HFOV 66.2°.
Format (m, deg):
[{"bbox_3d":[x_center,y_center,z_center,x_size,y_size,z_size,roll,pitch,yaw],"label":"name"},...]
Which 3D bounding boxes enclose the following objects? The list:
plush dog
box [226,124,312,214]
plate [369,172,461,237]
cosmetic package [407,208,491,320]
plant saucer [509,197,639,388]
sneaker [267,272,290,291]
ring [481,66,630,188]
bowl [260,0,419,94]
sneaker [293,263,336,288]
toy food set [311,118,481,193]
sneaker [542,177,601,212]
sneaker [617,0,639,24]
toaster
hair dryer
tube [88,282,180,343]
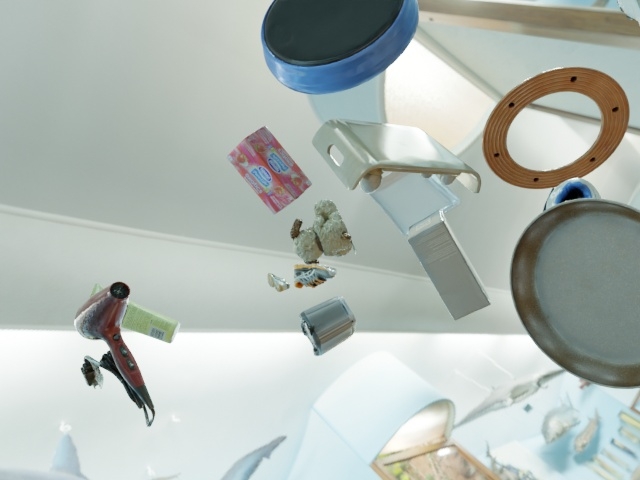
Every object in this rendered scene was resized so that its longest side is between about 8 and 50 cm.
[{"bbox_3d":[0.000,0.000,1.938,0.226,0.210,0.262,-24,-67,0],"label":"plush dog"},{"bbox_3d":[-0.170,-0.234,1.642,0.256,0.128,0.122,51,-136,-8],"label":"box"},{"bbox_3d":[0.368,-0.172,1.966,0.278,0.277,0.045,-32,-23,-11],"label":"plate"},{"bbox_3d":[0.310,0.059,1.194,0.107,0.127,0.238,-32,-81,18],"label":"cosmetic package"},{"bbox_3d":[0.456,0.082,0.804,0.050,0.311,0.310,-12,-58,-32],"label":"plant saucer"},{"bbox_3d":[-0.110,0.110,1.290,0.037,0.083,0.031,-11,-59,-32],"label":"sneaker"},{"bbox_3d":[0.571,-0.269,1.212,0.337,0.032,0.336,2,-48,2],"label":"ring"},{"bbox_3d":[0.035,-0.528,1.180,0.391,0.391,0.077,-49,-32,-9],"label":"bowl"},{"bbox_3d":[-0.020,0.126,1.694,0.084,0.215,0.083,17,-104,-33],"label":"sneaker"},{"bbox_3d":[0.160,-0.166,1.048,0.306,0.219,0.092,0,-55,-25],"label":"toy food set"},{"bbox_3d":[0.529,0.017,1.100,0.236,0.130,0.322,38,-104,-53],"label":"sneaker"},{"bbox_3d":[0.552,-0.366,0.761,0.100,0.271,0.108,-15,-32,6],"label":"sneaker"},{"bbox_3d":[0.022,0.262,1.531,0.147,0.129,0.227,-27,-25,-13],"label":"toaster"},{"bbox_3d":[-0.381,0.198,0.943,0.080,0.224,0.293,-37,-41,-51],"label":"hair dryer"},{"bbox_3d":[-0.485,0.195,1.268,0.070,0.240,0.062,-72,5,-47],"label":"tube"}]
